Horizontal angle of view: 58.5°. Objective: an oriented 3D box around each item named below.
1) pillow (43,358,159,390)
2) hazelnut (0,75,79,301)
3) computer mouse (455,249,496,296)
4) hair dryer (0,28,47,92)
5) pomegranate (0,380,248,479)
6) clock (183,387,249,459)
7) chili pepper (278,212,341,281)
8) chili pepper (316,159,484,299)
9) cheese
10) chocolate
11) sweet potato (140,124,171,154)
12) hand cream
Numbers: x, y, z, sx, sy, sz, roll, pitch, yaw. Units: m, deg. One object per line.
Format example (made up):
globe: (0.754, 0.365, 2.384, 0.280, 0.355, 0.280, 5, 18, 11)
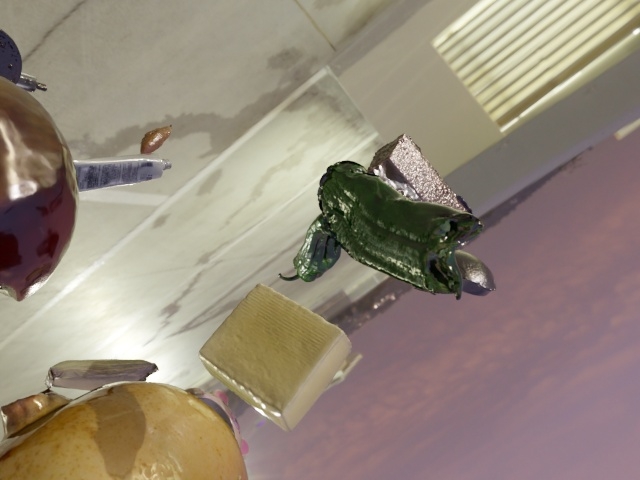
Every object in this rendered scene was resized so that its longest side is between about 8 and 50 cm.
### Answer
pillow: (-0.444, 0.273, 1.160, 0.208, 0.053, 0.119, 6, 145, -30)
hazelnut: (-0.597, -0.096, 0.928, 0.402, 0.429, 0.402, -45, -177, 3)
computer mouse: (0.387, 0.063, 1.634, 0.087, 0.168, 0.295, -70, -156, 16)
hair dryer: (-0.798, -0.441, 1.409, 0.320, 0.156, 0.284, 16, -158, 42)
pomegranate: (-0.294, 0.367, 0.763, 0.416, 0.417, 0.417, -35, 173, -5)
clock: (-0.345, 0.569, 1.674, 0.114, 0.284, 0.309, -35, 162, 19)
chili pepper: (0.001, 0.005, 1.022, 0.100, 0.074, 0.257, -44, 168, -32)
chili pepper: (0.073, -0.012, 0.585, 0.061, 0.224, 0.098, 28, 96, -45)
cheese: (-0.104, 0.256, 1.307, 0.242, 0.265, 0.124, -47, 145, -25)
chocolate: (0.255, -0.100, 1.407, 0.112, 0.321, 0.112, -27, -160, 46)
sweet potato: (-0.570, -0.356, 1.984, 0.060, 0.068, 0.206, -51, -177, 41)
hand cream: (-0.603, -0.209, 1.705, 0.340, 0.078, 0.124, -14, 143, -40)
